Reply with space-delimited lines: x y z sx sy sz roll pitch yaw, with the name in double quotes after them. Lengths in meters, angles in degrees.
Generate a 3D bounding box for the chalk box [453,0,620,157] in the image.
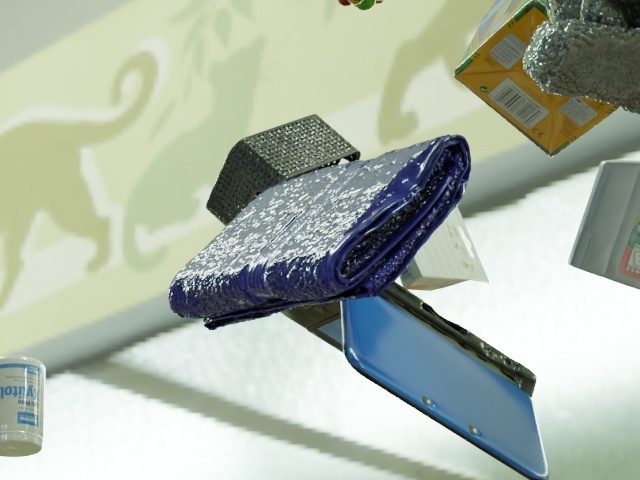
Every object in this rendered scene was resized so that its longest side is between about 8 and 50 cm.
0.330 -0.288 1.977 0.180 0.289 0.179 38 -40 -11 "chalk box"

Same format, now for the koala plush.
0.274 -0.208 1.380 0.203 0.196 0.221 23 9 -21 "koala plush"

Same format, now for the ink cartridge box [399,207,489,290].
0.164 0.006 2.281 0.045 0.145 0.179 -35 -25 30 "ink cartridge box"

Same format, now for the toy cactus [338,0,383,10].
0.037 -0.361 1.799 0.112 0.180 0.219 0 2 1 "toy cactus"

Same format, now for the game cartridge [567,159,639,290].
0.536 -0.008 2.271 0.294 0.196 0.060 19 6 14 "game cartridge"

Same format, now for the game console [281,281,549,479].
0.096 0.165 1.750 0.293 0.173 0.250 34 -33 -21 "game console"

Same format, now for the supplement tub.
-0.362 0.196 1.809 0.071 0.107 0.071 -4 -25 -2 "supplement tub"

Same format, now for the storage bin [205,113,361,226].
-0.047 -0.077 1.957 0.180 0.084 0.122 -23 -32 -48 "storage bin"

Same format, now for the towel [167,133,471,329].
0.000 0.000 1.554 0.308 0.227 0.076 -11 -62 52 "towel"
